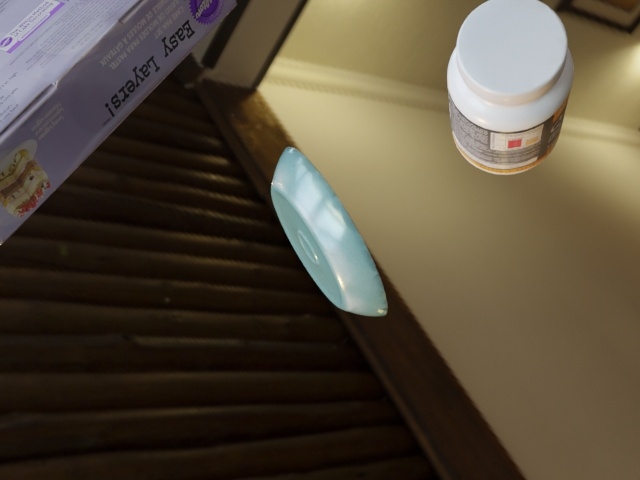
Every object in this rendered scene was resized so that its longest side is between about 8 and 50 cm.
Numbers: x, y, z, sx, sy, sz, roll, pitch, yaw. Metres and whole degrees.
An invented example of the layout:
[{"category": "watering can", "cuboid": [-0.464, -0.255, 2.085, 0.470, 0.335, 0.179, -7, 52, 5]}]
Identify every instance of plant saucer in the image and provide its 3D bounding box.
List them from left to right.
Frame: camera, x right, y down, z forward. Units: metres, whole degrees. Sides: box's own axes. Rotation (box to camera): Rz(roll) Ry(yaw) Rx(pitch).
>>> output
[{"category": "plant saucer", "cuboid": [0.000, 0.000, 0.541, 0.021, 0.119, 0.119, -30, -120, -10]}]

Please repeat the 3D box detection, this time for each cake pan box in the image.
[{"category": "cake pan box", "cuboid": [-0.229, -0.146, 0.657, 0.245, 0.070, 0.267, 23, -116, 32]}]

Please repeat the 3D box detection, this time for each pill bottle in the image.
[{"category": "pill bottle", "cuboid": [0.252, -0.201, 1.183, 0.162, 0.162, 0.278, 45, 178, 16]}]
